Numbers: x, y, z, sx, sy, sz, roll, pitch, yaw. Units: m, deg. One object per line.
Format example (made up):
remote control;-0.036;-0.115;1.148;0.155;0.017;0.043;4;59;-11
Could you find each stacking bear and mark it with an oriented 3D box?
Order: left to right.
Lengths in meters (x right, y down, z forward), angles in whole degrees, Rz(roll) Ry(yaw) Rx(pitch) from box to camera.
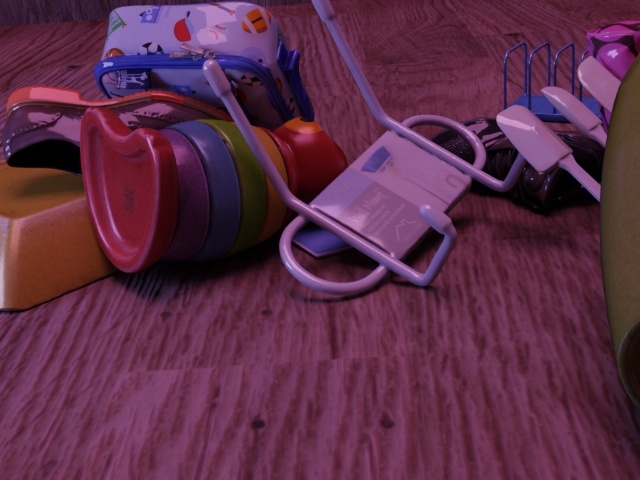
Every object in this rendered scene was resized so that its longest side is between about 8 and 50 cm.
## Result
stacking bear;-0.094;-0.066;1.082;0.289;0.164;0.175;-11;24;-36

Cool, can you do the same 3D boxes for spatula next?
spatula;0.315;-0.080;1.025;0.168;0.019;0.242;-31;70;-30

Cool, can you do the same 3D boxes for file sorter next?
file sorter;0.378;-0.249;1.526;0.170;0.105;0.118;7;23;28

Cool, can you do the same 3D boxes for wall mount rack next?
wall mount rack;0.049;-0.110;1.045;0.304;0.130;0.350;33;45;14

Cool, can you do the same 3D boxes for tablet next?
tablet;0.000;0.000;1.100;0.054;0.006;0.083;-15;24;-25

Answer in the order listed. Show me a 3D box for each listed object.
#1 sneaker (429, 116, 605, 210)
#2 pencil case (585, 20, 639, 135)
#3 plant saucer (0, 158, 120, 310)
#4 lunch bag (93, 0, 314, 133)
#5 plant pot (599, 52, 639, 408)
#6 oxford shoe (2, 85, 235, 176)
sneaker;0.228;-0.094;1.182;0.227;0.087;0.130;8;18;18
pencil case;0.372;-0.151;1.134;0.098;0.209;0.095;-16;16;0
plant saucer;-0.320;-0.043;1.180;0.332;0.081;0.332;16;29;41
lunch bag;-0.131;-0.183;1.244;0.243;0.115;0.303;4;-21;15
plant pot;0.319;0.003;0.725;0.274;0.275;0.293;7;38;28
oxford shoe;-0.229;-0.111;1.141;0.271;0.097;0.098;1;55;-4
